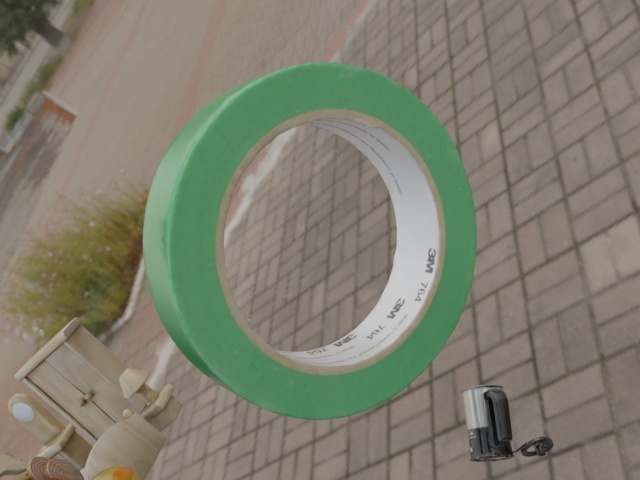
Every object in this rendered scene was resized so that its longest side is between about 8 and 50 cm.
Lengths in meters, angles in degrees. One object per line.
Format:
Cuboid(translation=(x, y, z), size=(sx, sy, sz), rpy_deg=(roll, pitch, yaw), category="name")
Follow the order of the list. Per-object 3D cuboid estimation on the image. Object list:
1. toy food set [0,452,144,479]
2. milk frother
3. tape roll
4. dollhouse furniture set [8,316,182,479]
Cuboid(translation=(-0.184, 0.207, 0.596), size=(0.132, 0.192, 0.039), rpy_deg=(94, -161, -85), category="toy food set")
Cuboid(translation=(0.356, 0.348, 1.423), size=(0.129, 0.143, 0.135), rpy_deg=(-37, 51, 53), category="milk frother")
Cuboid(translation=(0.000, 0.000, 0.698), size=(0.077, 0.321, 0.321), rpy_deg=(7, 68, 62), category="tape roll")
Cuboid(translation=(-0.353, 0.276, 0.895), size=(0.303, 0.174, 0.355), rpy_deg=(-39, 12, 23), category="dollhouse furniture set")
